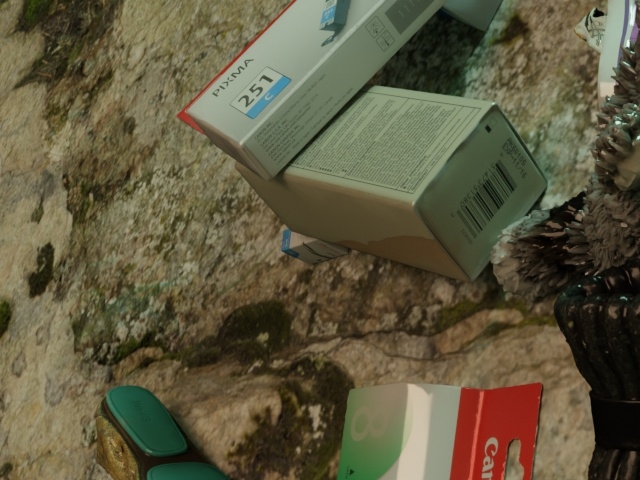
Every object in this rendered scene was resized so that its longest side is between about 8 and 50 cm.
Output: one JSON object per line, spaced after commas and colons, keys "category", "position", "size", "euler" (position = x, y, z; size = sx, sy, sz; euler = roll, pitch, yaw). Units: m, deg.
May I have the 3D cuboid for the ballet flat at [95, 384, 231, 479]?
{"category": "ballet flat", "position": [-0.177, 0.293, 1.672], "size": [0.123, 0.123, 0.348], "euler": [-60, 35, 7]}

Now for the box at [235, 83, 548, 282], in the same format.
{"category": "box", "position": [0.066, -0.072, 1.501], "size": [0.148, 0.121, 0.311], "euler": [-50, 34, -16]}

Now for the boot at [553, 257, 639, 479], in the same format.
{"category": "boot", "position": [0.203, 0.159, 1.026], "size": [0.348, 0.260, 0.131], "euler": [-22, 18, 10]}

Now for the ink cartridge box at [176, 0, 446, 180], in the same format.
{"category": "ink cartridge box", "position": [-0.027, -0.224, 1.596], "size": [0.296, 0.066, 0.261], "euler": [-46, 35, -7]}

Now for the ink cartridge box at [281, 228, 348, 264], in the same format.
{"category": "ink cartridge box", "position": [0.000, 0.000, 1.655], "size": [0.083, 0.048, 0.028], "euler": [-18, 56, 46]}

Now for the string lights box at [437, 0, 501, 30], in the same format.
{"category": "string lights box", "position": [0.126, -0.345, 1.675], "size": [0.133, 0.077, 0.259], "euler": [-61, 34, 6]}

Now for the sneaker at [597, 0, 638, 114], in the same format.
{"category": "sneaker", "position": [0.348, -0.218, 1.312], "size": [0.161, 0.102, 0.282], "euler": [-9, 56, 29]}

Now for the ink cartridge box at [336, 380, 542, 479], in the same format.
{"category": "ink cartridge box", "position": [0.104, 0.225, 1.379], "size": [0.224, 0.056, 0.181], "euler": [-17, 57, 50]}

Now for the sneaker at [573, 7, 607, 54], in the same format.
{"category": "sneaker", "position": [0.282, -0.205, 1.423], "size": [0.037, 0.032, 0.083], "euler": [-53, 37, 17]}

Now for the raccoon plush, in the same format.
{"category": "raccoon plush", "position": [0.228, -0.031, 1.153], "size": [0.446, 0.299, 0.216], "euler": [-27, 50, 42]}
